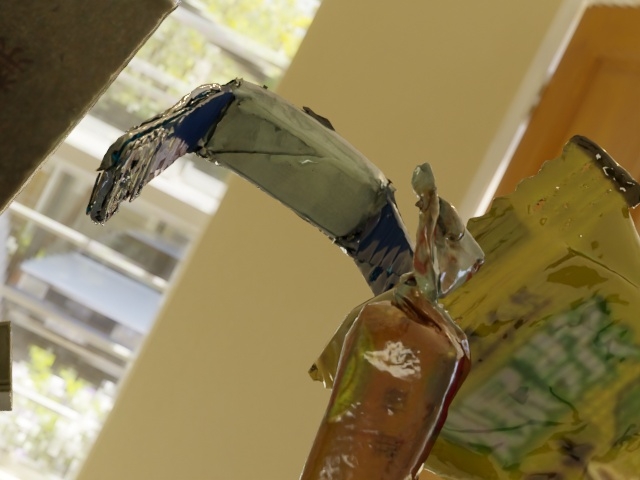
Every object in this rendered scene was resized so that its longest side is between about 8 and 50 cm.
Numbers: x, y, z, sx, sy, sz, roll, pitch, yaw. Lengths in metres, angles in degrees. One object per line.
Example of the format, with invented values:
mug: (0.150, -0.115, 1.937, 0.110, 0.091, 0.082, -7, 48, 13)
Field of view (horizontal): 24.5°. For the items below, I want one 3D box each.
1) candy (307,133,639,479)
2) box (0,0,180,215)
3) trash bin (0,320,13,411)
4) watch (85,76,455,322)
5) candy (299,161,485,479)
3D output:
candy: (0.146, 0.105, 0.621, 0.297, 0.187, 0.081, 48, -24, 17)
box: (-0.202, 0.002, 0.387, 0.180, 0.325, 0.047, 40, 0, -42)
trash bin: (-0.279, 0.096, 1.112, 0.092, 0.061, 0.043, -2, -33, -9)
watch: (0.010, 0.006, 0.913, 0.276, 0.068, 0.274, 37, 16, -2)
candy: (0.024, 0.062, 0.530, 0.046, 0.182, 0.053, 17, -13, 11)
